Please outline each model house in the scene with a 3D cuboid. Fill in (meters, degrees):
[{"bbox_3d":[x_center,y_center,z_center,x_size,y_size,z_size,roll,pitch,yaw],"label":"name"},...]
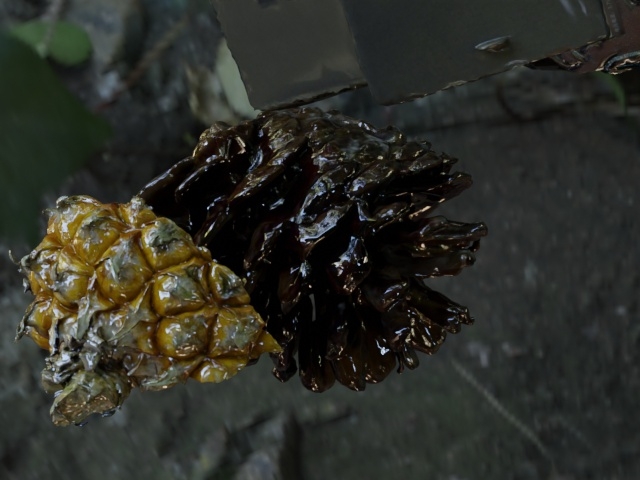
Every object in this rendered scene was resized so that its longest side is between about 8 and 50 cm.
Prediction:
[{"bbox_3d":[0.080,-0.191,0.922,0.243,0.211,0.204,-11,11,42],"label":"model house"}]

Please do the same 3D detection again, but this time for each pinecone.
[{"bbox_3d":[0.001,0.007,1.695,0.296,0.298,0.242,24,109,27],"label":"pinecone"}]

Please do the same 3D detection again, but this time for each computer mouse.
[{"bbox_3d":[0.242,-0.201,1.530,0.242,0.146,0.077,-13,33,12],"label":"computer mouse"}]

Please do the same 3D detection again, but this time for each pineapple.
[{"bbox_3d":[-0.183,0.051,1.529,0.164,0.140,0.250,-37,37,-31],"label":"pineapple"}]
